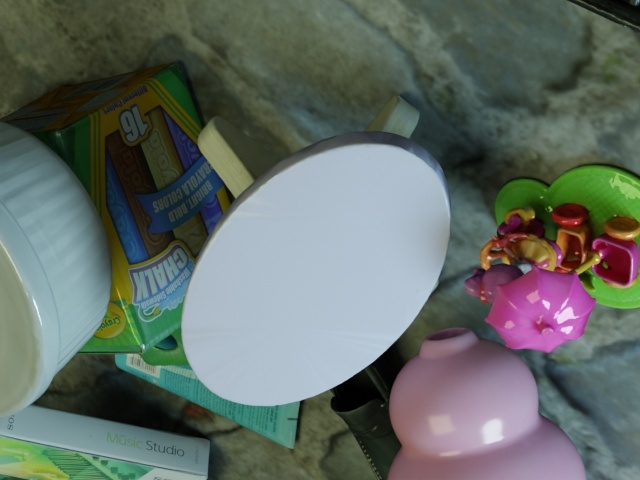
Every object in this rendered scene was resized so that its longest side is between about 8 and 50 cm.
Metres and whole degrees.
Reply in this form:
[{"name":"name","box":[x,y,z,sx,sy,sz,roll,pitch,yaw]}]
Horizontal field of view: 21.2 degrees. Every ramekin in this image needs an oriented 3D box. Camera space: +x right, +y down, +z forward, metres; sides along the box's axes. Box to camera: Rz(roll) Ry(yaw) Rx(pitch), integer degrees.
[{"name":"ramekin","box":[-0.306,0.013,1.524,0.273,0.127,0.272,21,128,29]}]

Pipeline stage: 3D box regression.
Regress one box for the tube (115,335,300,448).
[{"name":"tube","box":[-0.113,0.145,1.755,0.207,0.052,0.080,22,132,21]}]

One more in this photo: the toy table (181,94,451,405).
[{"name":"toy table","box":[0.000,0.000,1.447,0.274,0.161,0.252,-37,108,19]}]

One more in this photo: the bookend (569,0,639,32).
[{"name":"bookend","box":[0.202,-0.257,1.243,0.157,0.072,0.156,30,130,22]}]

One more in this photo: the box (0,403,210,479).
[{"name":"box","box":[-0.279,0.308,1.886,0.232,0.058,0.322,13,133,-15]}]

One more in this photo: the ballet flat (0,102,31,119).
[{"name":"ballet flat","box":[-0.342,-0.071,1.794,0.241,0.091,0.077,-58,42,38]}]

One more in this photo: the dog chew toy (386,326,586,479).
[{"name":"dog chew toy","box":[0.150,0.238,1.499,0.207,0.207,0.331,-6,102,41]}]

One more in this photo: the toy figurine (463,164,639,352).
[{"name":"toy figurine","box":[0.177,0.023,1.367,0.173,0.159,0.130,18,125,31]}]

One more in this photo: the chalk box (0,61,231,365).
[{"name":"chalk box","box":[-0.200,0.002,1.645,0.180,0.179,0.289,-6,111,41]}]

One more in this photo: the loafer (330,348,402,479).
[{"name":"loafer","box":[0.041,0.150,1.607,0.076,0.078,0.223,-5,111,41]}]
